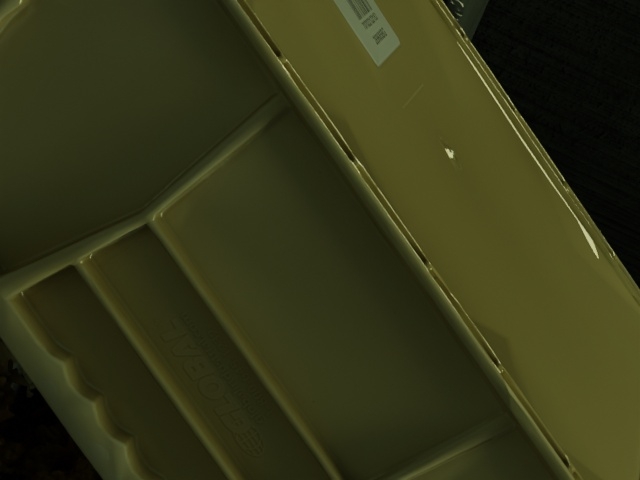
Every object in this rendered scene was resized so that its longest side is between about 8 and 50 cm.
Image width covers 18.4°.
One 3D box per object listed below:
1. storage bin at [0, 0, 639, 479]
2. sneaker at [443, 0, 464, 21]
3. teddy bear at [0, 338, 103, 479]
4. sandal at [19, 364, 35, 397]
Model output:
[{"bbox_3d":[0.000,0.000,0.695,0.123,0.260,0.262,-34,-175,18],"label":"storage bin"},{"bbox_3d":[0.021,-0.169,1.025,0.112,0.121,0.299,-27,-154,44],"label":"sneaker"},{"bbox_3d":[-0.069,0.106,0.692,0.338,0.113,0.245,-27,104,-70],"label":"teddy bear"},{"bbox_3d":[-0.099,0.057,0.896,0.240,0.088,0.079,118,-5,-57],"label":"sandal"}]
